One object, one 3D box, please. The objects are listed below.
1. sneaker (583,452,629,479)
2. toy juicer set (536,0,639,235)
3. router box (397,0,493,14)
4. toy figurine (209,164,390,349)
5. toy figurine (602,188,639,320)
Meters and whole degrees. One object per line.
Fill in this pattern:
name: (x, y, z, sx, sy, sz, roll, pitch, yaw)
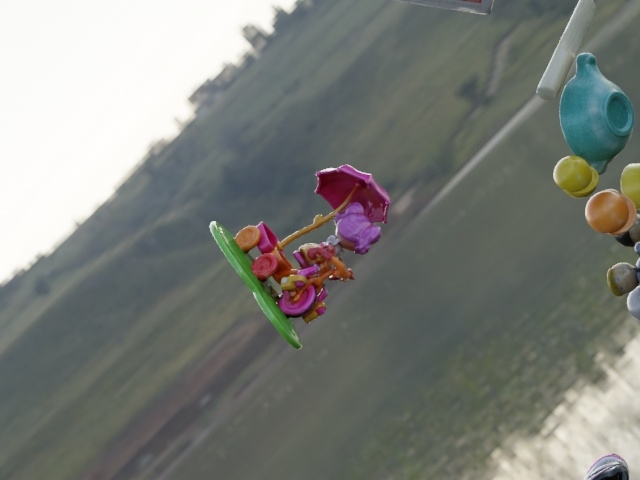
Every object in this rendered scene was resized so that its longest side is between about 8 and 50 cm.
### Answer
sneaker: (0.373, 0.380, 2.124, 0.178, 0.072, 0.077, -61, -1, 1)
toy juicer set: (0.369, -0.155, 2.129, 0.089, 0.329, 0.209, -10, 23, 49)
router box: (0.059, -0.382, 1.821, 0.301, 0.335, 0.082, 80, -160, -79)
toy figurine: (0.000, 0.000, 1.473, 0.159, 0.130, 0.173, -37, 41, 4)
toy figurine: (0.526, 0.011, 2.413, 0.148, 0.213, 0.209, -15, -23, 25)
